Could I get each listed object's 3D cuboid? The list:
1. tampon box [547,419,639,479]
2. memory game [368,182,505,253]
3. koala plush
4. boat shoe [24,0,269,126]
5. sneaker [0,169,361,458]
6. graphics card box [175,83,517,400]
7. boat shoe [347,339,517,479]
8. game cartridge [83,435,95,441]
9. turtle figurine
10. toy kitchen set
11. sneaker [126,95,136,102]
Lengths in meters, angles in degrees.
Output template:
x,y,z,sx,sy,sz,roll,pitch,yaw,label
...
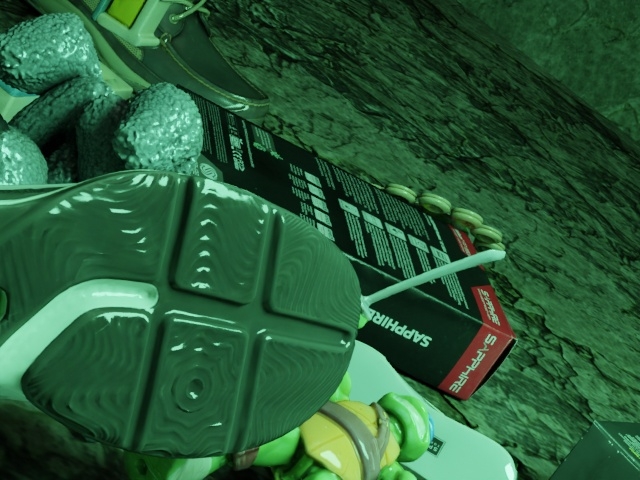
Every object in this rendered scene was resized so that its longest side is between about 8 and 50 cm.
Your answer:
x,y,z,sx,sy,sz,roll,pitch,yaw,label
0.283,0.238,1.340,0.161,0.120,0.101,10,30,-47,tampon box
0.118,-0.019,1.687,0.186,0.012,0.186,20,-15,5,memory game
-0.235,-0.036,1.166,0.196,0.203,0.221,34,39,28,koala plush
-0.199,-0.258,1.735,0.355,0.130,0.132,36,20,8,boat shoe
-0.205,0.013,0.917,0.447,0.169,0.257,7,9,-36,sneaker
0.000,0.000,1.500,0.371,0.094,0.233,27,21,-21,graphics card box
0.066,0.161,1.278,0.219,0.078,0.070,35,-15,15,boat shoe
-0.154,0.122,1.102,0.083,0.017,0.056,6,37,-52,game cartridge
0.023,0.128,1.040,0.266,0.198,0.274,-16,8,-43,turtle figurine
-0.261,-0.218,1.496,0.122,0.166,0.207,39,21,16,toy kitchen set
-0.182,-0.120,1.582,0.083,0.037,0.032,46,22,26,sneaker
